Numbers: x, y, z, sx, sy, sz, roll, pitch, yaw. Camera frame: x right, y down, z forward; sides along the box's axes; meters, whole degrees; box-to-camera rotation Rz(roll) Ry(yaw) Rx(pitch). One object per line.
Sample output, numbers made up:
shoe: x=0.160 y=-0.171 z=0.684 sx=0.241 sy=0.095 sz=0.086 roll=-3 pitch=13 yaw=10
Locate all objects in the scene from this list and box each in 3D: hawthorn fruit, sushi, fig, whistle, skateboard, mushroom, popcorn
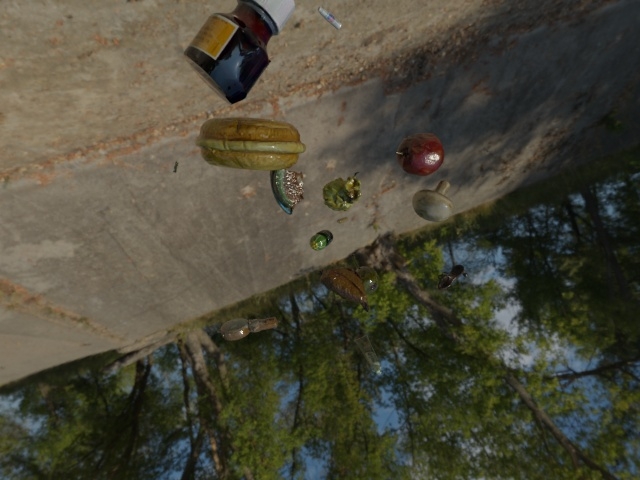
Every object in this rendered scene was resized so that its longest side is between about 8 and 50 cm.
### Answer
hawthorn fruit: x=0.469 y=-0.417 z=1.981 sx=0.265 sy=0.210 sz=0.230 roll=-13 pitch=-143 yaw=-34
sushi: x=0.125 y=0.196 z=1.840 sx=0.149 sy=0.287 sz=0.140 roll=-59 pitch=176 yaw=-29
fig: x=0.209 y=0.181 z=2.161 sx=0.151 sy=0.152 sz=0.259 roll=-21 pitch=-144 yaw=-18
whistle: x=-0.265 y=0.316 z=1.461 sx=0.219 sy=0.057 sz=0.107 roll=-11 pitch=-165 yaw=-1
skateboard: x=0.581 y=0.161 z=1.803 sx=0.151 sy=0.080 sz=0.067 roll=-36 pitch=-146 yaw=-12
mushroom: x=0.565 y=-0.203 z=1.978 sx=0.215 sy=0.207 sz=0.207 roll=-60 pitch=-173 yaw=-6
popcorn: x=0.103 y=-0.236 z=1.963 sx=0.174 sy=0.168 sz=0.195 roll=-53 pitch=-174 yaw=-35

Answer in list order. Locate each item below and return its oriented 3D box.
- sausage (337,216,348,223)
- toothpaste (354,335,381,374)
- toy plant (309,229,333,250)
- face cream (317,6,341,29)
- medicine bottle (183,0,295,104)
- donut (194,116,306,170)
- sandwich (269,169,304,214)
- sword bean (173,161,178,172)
sausage: x=0.117 y=-0.106 z=2.123 sx=0.024 sy=0.024 sz=0.132 roll=-20 pitch=-179 yaw=23
toothpaste: x=0.148 y=0.345 z=1.230 sx=0.049 sy=0.032 sz=0.204 roll=-21 pitch=-163 yaw=-4
toy plant: x=0.000 y=0.000 z=2.154 sx=0.092 sy=0.093 sz=0.162 roll=-20 pitch=-172 yaw=35
face cream: x=0.041 y=-1.038 z=1.880 sx=0.130 sy=0.034 sz=0.034 roll=26 pitch=154 yaw=-30
medicine bottle: x=-0.249 y=-0.671 z=1.340 sx=0.395 sy=0.242 sz=0.242 roll=-51 pitch=-175 yaw=-5
donut: x=-0.280 y=-0.393 z=1.643 sx=0.448 sy=0.198 sz=0.449 roll=3 pitch=-167 yaw=-1
sandwich: x=-0.150 y=-0.234 z=1.866 sx=0.159 sy=0.235 sz=0.079 roll=-4 pitch=-171 yaw=-17
sword bean: x=-0.451 y=-0.230 z=1.258 sx=0.012 sy=0.012 sz=0.083 roll=-21 pitch=177 yaw=-26
